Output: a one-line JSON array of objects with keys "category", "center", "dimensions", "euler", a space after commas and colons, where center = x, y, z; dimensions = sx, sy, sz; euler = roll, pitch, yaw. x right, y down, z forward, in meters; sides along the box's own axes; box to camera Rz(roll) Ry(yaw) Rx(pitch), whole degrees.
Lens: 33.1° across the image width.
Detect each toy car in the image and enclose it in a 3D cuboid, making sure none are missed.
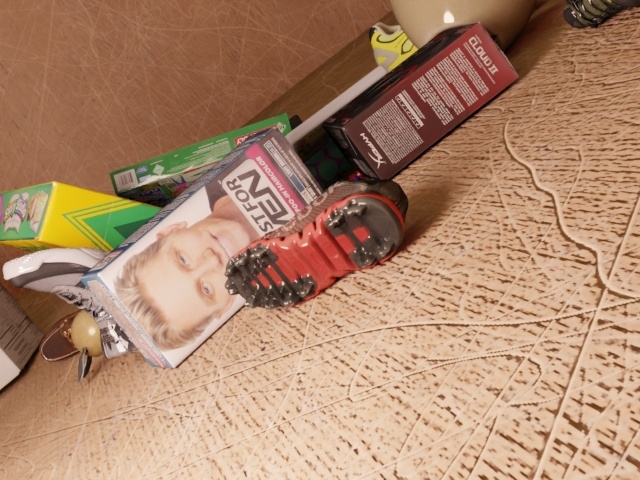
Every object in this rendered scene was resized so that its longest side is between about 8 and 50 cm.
[{"category": "toy car", "center": [-0.352, 0.150, 1.794], "dimensions": [0.155, 0.149, 0.188], "euler": [140, 155, -84]}]

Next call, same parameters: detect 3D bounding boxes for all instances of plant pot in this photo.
[{"category": "plant pot", "center": [0.249, -0.411, 1.876], "dimensions": [0.284, 0.284, 0.191], "euler": [-26, 52, 43]}]

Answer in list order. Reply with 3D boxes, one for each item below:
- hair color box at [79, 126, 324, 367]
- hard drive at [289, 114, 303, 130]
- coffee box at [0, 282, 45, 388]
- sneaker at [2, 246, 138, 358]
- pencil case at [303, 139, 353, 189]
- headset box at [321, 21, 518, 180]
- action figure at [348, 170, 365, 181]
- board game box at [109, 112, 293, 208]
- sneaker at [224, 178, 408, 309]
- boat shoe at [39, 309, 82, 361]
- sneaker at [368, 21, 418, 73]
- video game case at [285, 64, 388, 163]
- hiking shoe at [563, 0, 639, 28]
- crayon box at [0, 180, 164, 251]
[{"category": "hair color box", "center": [-0.153, 0.008, 1.560], "dimensions": [0.347, 0.174, 0.105], "euler": [-43, 15, -23]}, {"category": "hard drive", "center": [-0.071, -0.183, 2.224], "dimensions": [0.135, 0.094, 0.022], "euler": [-42, 13, -21]}, {"category": "coffee box", "center": [-0.856, 0.227, 2.347], "dimensions": [0.338, 0.334, 0.338], "euler": [-38, 10, 0]}, {"category": "sneaker", "center": [-0.328, 0.094, 1.575], "dimensions": [0.269, 0.153, 0.101], "euler": [4, -15, -38]}, {"category": "pencil case", "center": [0.010, -0.120, 1.834], "dimensions": [0.152, 0.070, 0.064], "euler": [-39, 42, -22]}, {"category": "headset box", "center": [0.161, -0.226, 1.695], "dimensions": [0.293, 0.110, 0.218], "euler": [-38, 11, -2]}, {"category": "action figure", "center": [0.054, -0.088, 1.683], "dimensions": [0.038, 0.030, 0.115], "euler": [-40, 9, 9]}, {"category": "board game box", "center": [-0.188, -0.123, 1.908], "dimensions": [0.317, 0.046, 0.213], "euler": [-18, -15, 3]}, {"category": "sneaker", "center": [0.000, 0.000, 1.339], "dimensions": [0.276, 0.097, 0.135], "euler": [-26, 16, 34]}, {"category": "boat shoe", "center": [-0.455, 0.168, 2.058], "dimensions": [0.207, 0.073, 0.073], "euler": [-36, 10, 9]}, {"category": "sneaker", "center": [0.254, -0.439, 2.140], "dimensions": [0.385, 0.147, 0.145], "euler": [-28, 13, 31]}, {"category": "video game case", "center": [0.031, -0.191, 1.881], "dimensions": [0.212, 0.023, 0.193], "euler": [-38, -20, -13]}, {"category": "hiking shoe", "center": [0.409, -0.345, 1.553], "dimensions": [0.114, 0.086, 0.227], "euler": [-48, 3, 17]}, {"category": "crayon box", "center": [-0.366, -0.008, 1.837], "dimensions": [0.363, 0.313, 0.106], "euler": [-2, 76, 61]}]
